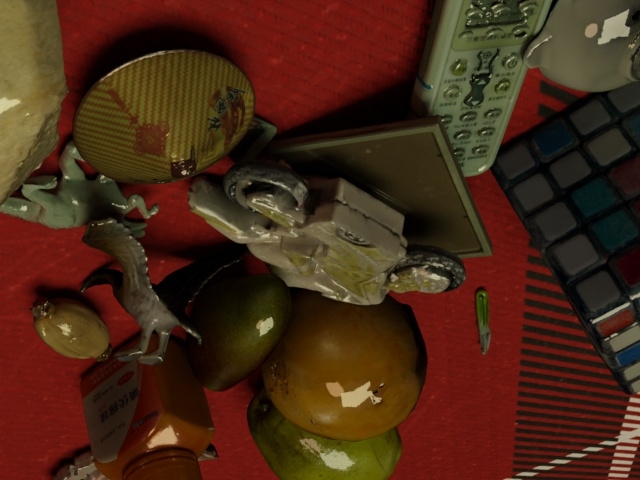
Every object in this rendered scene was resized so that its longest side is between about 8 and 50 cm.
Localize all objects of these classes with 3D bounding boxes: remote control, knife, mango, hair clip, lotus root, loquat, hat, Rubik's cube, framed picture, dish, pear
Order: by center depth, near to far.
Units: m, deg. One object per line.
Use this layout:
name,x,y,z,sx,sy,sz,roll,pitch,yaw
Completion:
hat,-0.145,-0.095,0.943,0.193,0.082,0.193,-17,148,-11
dish,0.342,-0.240,1.024,0.236,0.086,0.228,-44,151,5
remote control,0.170,-0.200,1.053,0.128,0.065,0.335,-8,141,-16
framed picture,0.080,-0.047,1.162,0.211,0.020,0.289,-7,148,20
lotus root,-0.316,0.109,1.183,0.073,0.062,0.150,-10,146,21
mango,-0.114,0.113,1.220,0.111,0.133,0.267,15,150,-18
Rubik's cube,0.437,-0.016,1.236,0.287,0.291,0.293,-30,144,11
loquat,0.032,0.164,1.291,0.235,0.235,0.235,-14,142,-11
pear,0.010,0.301,1.466,0.269,0.212,0.212,34,117,-31
hair clip,-0.293,0.360,1.494,0.301,0.069,0.173,-25,143,19
knife,0.270,0.135,1.552,0.022,0.026,0.184,3,143,14

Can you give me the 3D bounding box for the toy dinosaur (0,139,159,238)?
toy dinosaur,-0.292,-0.039,1.018,0.242,0.053,0.167,-10,149,-30

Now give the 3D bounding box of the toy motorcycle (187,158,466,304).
toy motorcycle,0.000,0.000,1.140,0.341,0.107,0.223,28,152,-31

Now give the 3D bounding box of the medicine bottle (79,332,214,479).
medicine bottle,-0.230,0.256,1.273,0.149,0.222,0.112,-36,141,17

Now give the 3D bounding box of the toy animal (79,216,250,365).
toy animal,-0.218,0.065,1.102,0.197,0.160,0.272,-23,152,24

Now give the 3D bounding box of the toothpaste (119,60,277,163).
toothpaste,-0.130,-0.138,1.001,0.062,0.037,0.216,-45,141,15

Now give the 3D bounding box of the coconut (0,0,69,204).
coconut,-0.328,-0.148,0.682,0.255,0.297,0.297,-11,142,-18
